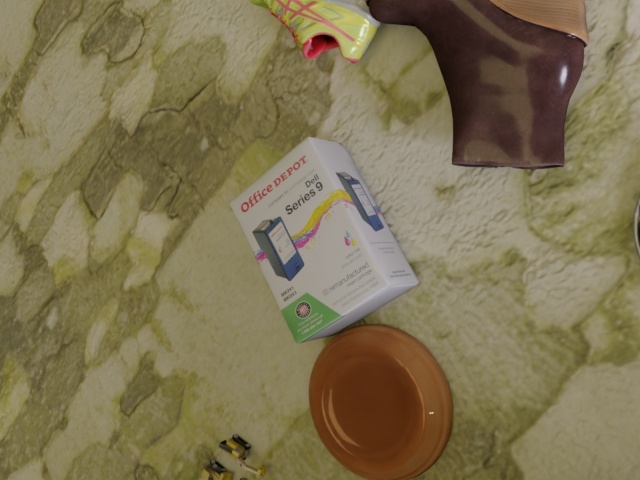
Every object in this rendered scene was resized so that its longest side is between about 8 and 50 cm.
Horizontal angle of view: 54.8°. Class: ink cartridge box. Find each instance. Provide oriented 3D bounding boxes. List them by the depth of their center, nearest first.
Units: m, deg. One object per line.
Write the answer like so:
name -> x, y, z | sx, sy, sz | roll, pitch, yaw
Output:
ink cartridge box -> 0.000, 0.000, 0.783 | 0.154, 0.093, 0.212 | -35, 71, 27

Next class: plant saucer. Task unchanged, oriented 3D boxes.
plant saucer -> 0.065, 0.207, 0.776 | 0.199, 0.037, 0.200 | 0, 91, 32

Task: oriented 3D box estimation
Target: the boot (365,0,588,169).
boot -> 0.156, -0.187, 0.679 | 0.248, 0.090, 0.207 | 9, 94, 23

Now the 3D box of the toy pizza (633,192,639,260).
toy pizza -> 0.401, -0.013, 0.571 | 0.201, 0.032, 0.201 | 0, 91, 32

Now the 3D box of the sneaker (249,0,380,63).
sneaker -> -0.020, -0.288, 0.801 | 0.208, 0.081, 0.094 | 26, 106, 28

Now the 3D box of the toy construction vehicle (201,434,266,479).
toy construction vehicle -> -0.128, 0.336, 0.895 | 0.098, 0.035, 0.086 | 29, 105, 28
